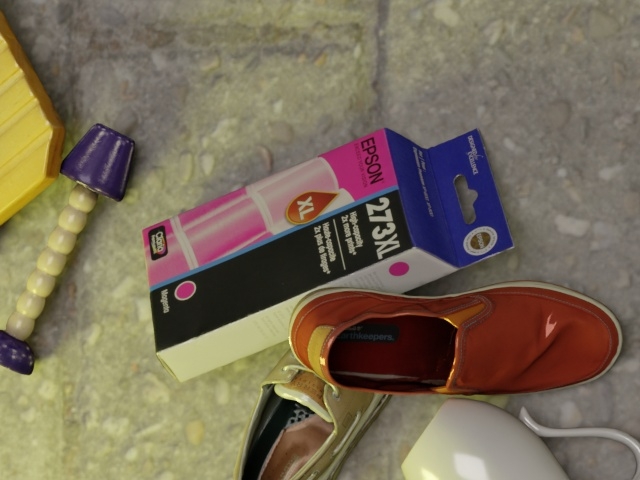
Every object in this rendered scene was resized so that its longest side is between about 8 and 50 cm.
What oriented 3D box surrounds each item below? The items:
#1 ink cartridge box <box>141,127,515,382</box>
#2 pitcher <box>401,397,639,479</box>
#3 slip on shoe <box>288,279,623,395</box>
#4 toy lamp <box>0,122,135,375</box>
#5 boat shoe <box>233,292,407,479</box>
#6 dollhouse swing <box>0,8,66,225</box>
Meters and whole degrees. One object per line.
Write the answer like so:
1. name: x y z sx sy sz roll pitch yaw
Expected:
1. ink cartridge box: 0.000 0.000 1.947 0.371 0.069 0.176 -21 46 10
2. pitcher: 0.201 0.225 1.876 0.207 0.125 0.178 34 73 7
3. slip on shoe: 0.136 0.104 1.860 0.331 0.101 0.123 3 110 -12
4. toy lamp: -0.280 0.005 2.054 0.080 0.080 0.275 29 90 17
5. boat shoe: 0.001 0.158 1.938 0.113 0.103 0.302 22 88 18
6. dollhouse swing: -0.505 -0.108 2.018 0.305 0.315 0.347 -41 71 37
